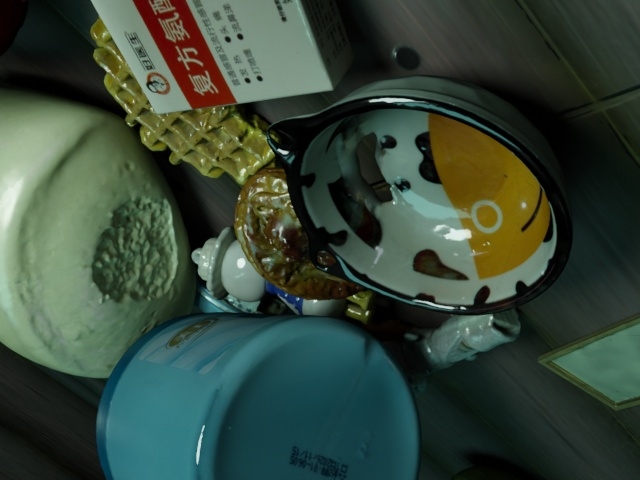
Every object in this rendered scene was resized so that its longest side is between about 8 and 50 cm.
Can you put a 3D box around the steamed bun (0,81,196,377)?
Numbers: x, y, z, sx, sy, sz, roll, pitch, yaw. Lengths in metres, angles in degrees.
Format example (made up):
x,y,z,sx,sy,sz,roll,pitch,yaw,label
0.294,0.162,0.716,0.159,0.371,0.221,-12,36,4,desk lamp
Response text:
x,y,z,sx,sy,sz,roll,pitch,yaw,label
-0.422,0.001,0.987,0.371,0.290,0.456,18,142,28,steamed bun

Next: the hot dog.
x,y,z,sx,sy,sz,roll,pitch,yaw,label
-0.001,-0.001,0.822,0.227,0.099,0.160,23,137,-25,hot dog

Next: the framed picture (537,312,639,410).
x,y,z,sx,sy,sz,roll,pitch,yaw,label
0.392,0.160,0.842,0.136,0.010,0.201,32,149,-4,framed picture

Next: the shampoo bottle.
x,y,z,sx,sy,sz,roll,pitch,yaw,label
-0.090,0.263,0.893,0.331,0.331,0.342,45,153,-22,shampoo bottle

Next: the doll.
x,y,z,sx,sy,sz,roll,pitch,yaw,label
-0.060,0.057,0.985,0.293,0.119,0.138,14,137,15,doll

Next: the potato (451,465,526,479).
x,y,z,sx,sy,sz,roll,pitch,yaw,label
0.360,0.528,1.265,0.248,0.143,0.169,34,159,-7,potato

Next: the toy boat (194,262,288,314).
x,y,z,sx,sy,sz,roll,pitch,yaw,label
-0.144,0.080,1.129,0.215,0.088,0.102,29,115,4,toy boat

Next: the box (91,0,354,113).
x,y,z,sx,sy,sz,roll,pitch,yaw,label
-0.128,-0.277,0.553,0.214,0.069,0.353,-1,131,30,box

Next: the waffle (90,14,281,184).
x,y,z,sx,sy,sz,roll,pitch,yaw,label
-0.156,-0.173,0.784,0.249,0.056,0.253,23,147,12,waffle

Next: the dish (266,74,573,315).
x,y,z,sx,sy,sz,roll,pitch,yaw,label
0.109,-0.057,0.653,0.303,0.120,0.303,19,142,16,dish

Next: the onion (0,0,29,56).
x,y,z,sx,sy,sz,roll,pitch,yaw,label
-0.457,-0.278,0.652,0.341,0.341,0.341,22,148,14,onion

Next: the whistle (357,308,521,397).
x,y,z,sx,sy,sz,roll,pitch,yaw,label
0.138,0.162,0.964,0.142,0.134,0.346,42,138,-12,whistle
